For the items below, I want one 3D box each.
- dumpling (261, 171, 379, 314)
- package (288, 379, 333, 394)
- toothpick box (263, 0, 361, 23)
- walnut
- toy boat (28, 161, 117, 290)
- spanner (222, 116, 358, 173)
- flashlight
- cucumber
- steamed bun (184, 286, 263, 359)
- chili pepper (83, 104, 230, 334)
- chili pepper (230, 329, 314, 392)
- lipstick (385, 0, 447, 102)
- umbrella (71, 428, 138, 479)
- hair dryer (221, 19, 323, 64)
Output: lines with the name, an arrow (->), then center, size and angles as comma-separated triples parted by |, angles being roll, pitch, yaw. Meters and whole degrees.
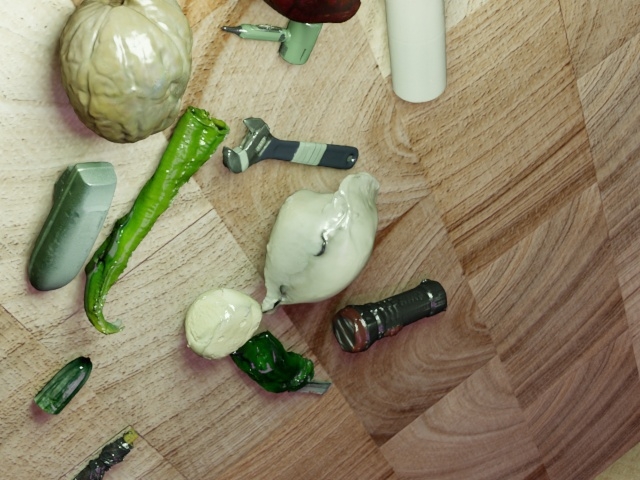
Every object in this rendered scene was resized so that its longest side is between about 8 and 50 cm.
dumpling -> -0.003, -0.005, 2.072 | 0.243, 0.175, 0.227 | -20, -167, 26
package -> -0.018, 0.280, 2.459 | 0.110, 0.015, 0.037 | 14, 119, -48
toothpick box -> 0.030, -0.410, 1.617 | 0.294, 0.192, 0.192 | -47, 145, 0
walnut -> -0.239, -0.213, 1.594 | 0.178, 0.178, 0.230 | -27, 153, -19
toy boat -> -0.351, -0.017, 1.782 | 0.078, 0.085, 0.260 | -7, 144, -38
spanner -> -0.035, -0.139, 1.960 | 0.316, 0.024, 0.087 | 0, 117, -52
flashlight -> 0.135, 0.138, 2.391 | 0.232, 0.093, 0.093 | -17, 138, -31
cucumber -> -0.396, 0.224, 2.014 | 0.105, 0.048, 0.048 | -46, 145, 7
steamed bun -> -0.162, 0.129, 2.094 | 0.130, 0.091, 0.112 | -52, 146, 16
chili pepper -> -0.248, -0.030, 1.854 | 0.085, 0.076, 0.359 | 18, 109, -46
chili pepper -> -0.086, 0.221, 2.294 | 0.098, 0.061, 0.224 | -39, 148, 10
lipstick -> 0.136, -0.345, 1.867 | 0.087, 0.087, 0.327 | -30, 143, -16
umbrella -> -0.369, 0.379, 2.217 | 0.144, 0.037, 0.040 | -43, 132, 8
hair dryer -> -0.071, -0.284, 1.780 | 0.150, 0.047, 0.071 | -2, 131, -34
